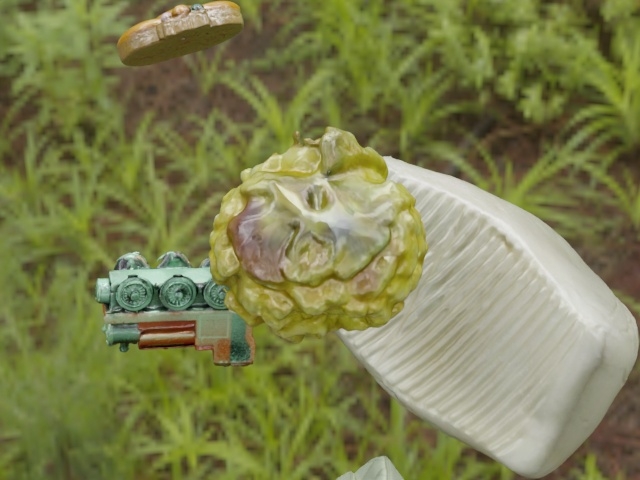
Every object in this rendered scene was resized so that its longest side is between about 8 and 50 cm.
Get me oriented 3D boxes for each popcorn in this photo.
[{"bbox_3d":[-0.003,0.000,1.712,0.218,0.169,0.189,-4,68,0],"label":"popcorn"}]

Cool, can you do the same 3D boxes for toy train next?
[{"bbox_3d":[-0.154,0.076,1.838,0.176,0.118,0.074,-3,24,-12],"label":"toy train"}]

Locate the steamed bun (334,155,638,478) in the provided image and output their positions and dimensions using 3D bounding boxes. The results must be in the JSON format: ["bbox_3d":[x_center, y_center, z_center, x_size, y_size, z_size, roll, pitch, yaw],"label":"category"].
[{"bbox_3d":[0.188,0.081,1.925,0.383,0.247,0.236,37,15,29],"label":"steamed bun"}]

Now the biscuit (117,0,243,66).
[{"bbox_3d":[-0.183,-0.276,2.211,0.170,0.050,0.170,-18,-4,-1],"label":"biscuit"}]

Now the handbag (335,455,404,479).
[{"bbox_3d":[-0.002,0.321,1.673,0.219,0.079,0.256,-37,9,6],"label":"handbag"}]
